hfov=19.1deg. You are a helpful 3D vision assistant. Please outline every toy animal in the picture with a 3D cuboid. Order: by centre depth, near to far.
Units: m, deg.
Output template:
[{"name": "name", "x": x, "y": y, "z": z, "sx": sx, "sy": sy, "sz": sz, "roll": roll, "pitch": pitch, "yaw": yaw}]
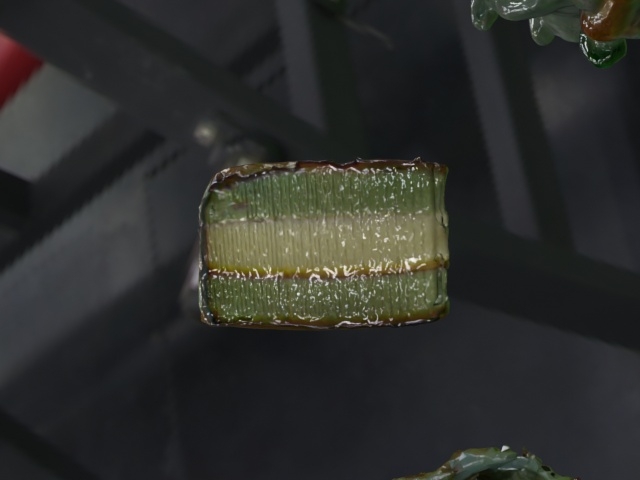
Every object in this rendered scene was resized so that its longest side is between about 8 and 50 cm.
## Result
[{"name": "toy animal", "x": 0.190, "y": -0.174, "z": 1.074, "sx": 0.236, "sy": 0.108, "sz": 0.138, "roll": -13, "pitch": 79, "yaw": 45}]

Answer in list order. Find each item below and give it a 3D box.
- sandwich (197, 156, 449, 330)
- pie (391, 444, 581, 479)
[{"name": "sandwich", "x": 0.000, "y": 0.000, "z": 0.930, "sx": 0.163, "sy": 0.113, "sz": 0.079, "roll": -129, "pitch": 38, "yaw": -88}, {"name": "pie", "x": 0.105, "y": 0.362, "z": 1.260, "sx": 0.395, "sy": 0.180, "sz": 0.418, "roll": -29, "pitch": 68, "yaw": -4}]
